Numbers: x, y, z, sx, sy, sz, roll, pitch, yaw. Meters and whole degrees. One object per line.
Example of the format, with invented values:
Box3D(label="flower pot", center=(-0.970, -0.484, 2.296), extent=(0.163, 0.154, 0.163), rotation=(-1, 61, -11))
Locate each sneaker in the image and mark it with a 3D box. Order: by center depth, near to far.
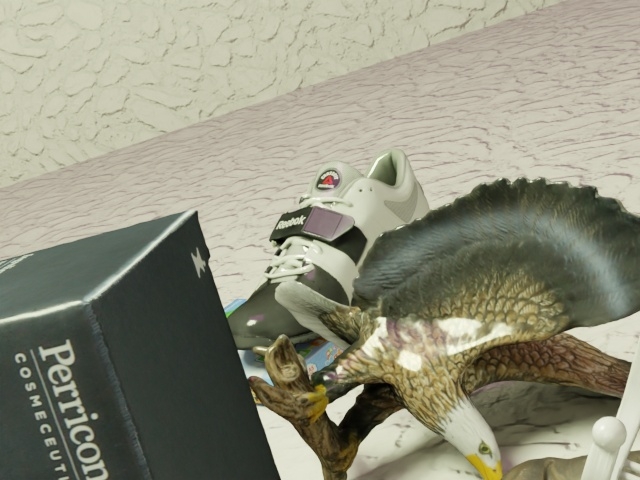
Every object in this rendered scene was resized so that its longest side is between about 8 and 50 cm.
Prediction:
Box3D(label="sneaker", center=(0.000, 0.000, 1.200), extent=(0.122, 0.146, 0.330), rotation=(-2, 22, 37))

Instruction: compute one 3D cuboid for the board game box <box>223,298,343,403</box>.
Box3D(label="board game box", center=(-0.060, 0.113, 1.211), extent=(0.211, 0.039, 0.160), rotation=(-1, 24, 41))

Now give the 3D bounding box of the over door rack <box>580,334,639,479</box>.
Box3D(label="over door rack", center=(0.318, 0.078, 0.702), extent=(0.240, 0.108, 0.324), rotation=(20, 35, 21))

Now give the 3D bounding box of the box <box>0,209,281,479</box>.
Box3D(label="box", center=(-0.240, 0.184, 0.736), extent=(0.395, 0.293, 0.212), rotation=(-15, 11, 12))

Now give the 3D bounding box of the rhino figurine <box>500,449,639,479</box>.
Box3D(label="rhino figurine", center=(0.220, 0.167, 0.727), extent=(0.243, 0.073, 0.106), rotation=(-10, 14, 10))

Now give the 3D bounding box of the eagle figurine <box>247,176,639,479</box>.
Box3D(label="eagle figurine", center=(0.112, 0.086, 0.903), extent=(0.298, 0.225, 0.226), rotation=(-29, 3, 0))
